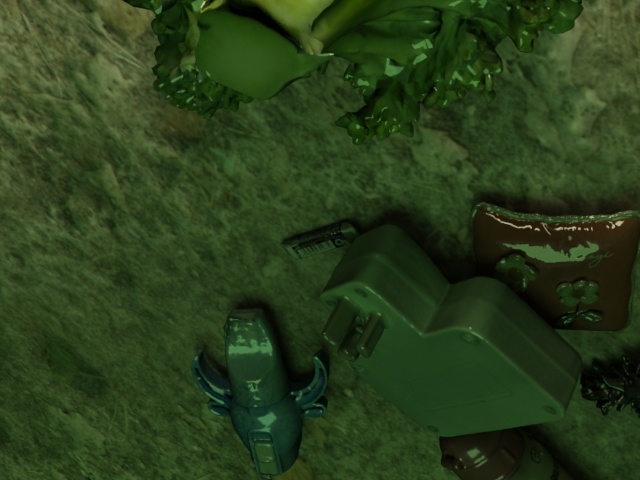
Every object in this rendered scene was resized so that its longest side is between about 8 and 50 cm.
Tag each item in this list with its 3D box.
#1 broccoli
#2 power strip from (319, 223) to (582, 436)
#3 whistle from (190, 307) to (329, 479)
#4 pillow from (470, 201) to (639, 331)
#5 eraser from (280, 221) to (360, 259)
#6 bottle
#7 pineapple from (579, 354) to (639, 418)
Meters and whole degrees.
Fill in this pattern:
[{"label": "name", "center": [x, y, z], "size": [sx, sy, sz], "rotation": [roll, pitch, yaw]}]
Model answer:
[{"label": "broccoli", "center": [0.004, -0.222, 0.730], "size": [0.338, 0.318, 0.277], "rotation": [48, 146, 26]}, {"label": "power strip", "center": [0.116, 0.121, 0.971], "size": [0.261, 0.141, 0.229], "rotation": [42, 147, -15]}, {"label": "whistle", "center": [-0.074, 0.202, 1.149], "size": [0.180, 0.093, 0.269], "rotation": [0, 118, 13]}, {"label": "pillow", "center": [0.252, 0.039, 0.958], "size": [0.179, 0.075, 0.171], "rotation": [1, 126, 12]}, {"label": "eraser", "center": [0.000, 0.000, 1.025], "size": [0.099, 0.019, 0.027], "rotation": [-18, 132, 24]}, {"label": "bottle", "center": [0.251, 0.309, 1.121], "size": [0.120, 0.120, 0.253], "rotation": [-31, 112, 29]}, {"label": "pineapple", "center": [0.397, 0.172, 1.013], "size": [0.198, 0.108, 0.108], "rotation": [-3, 124, 30]}]
